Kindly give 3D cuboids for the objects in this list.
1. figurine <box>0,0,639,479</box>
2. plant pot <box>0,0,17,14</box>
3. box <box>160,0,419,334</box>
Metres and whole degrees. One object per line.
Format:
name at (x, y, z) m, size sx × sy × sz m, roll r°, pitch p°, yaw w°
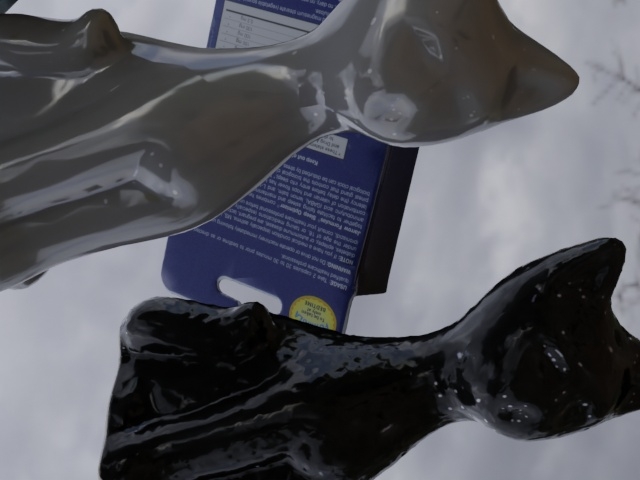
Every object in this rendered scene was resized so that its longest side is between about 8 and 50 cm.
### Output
figurine at (0.000, 0.000, 0.518) m, size 0.092 × 0.209 × 0.215 m, roll -79°, pitch -30°, yaw -53°
plant pot at (-0.226, -0.206, 0.491) m, size 0.195 × 0.290 × 0.290 m, roll 25°, pitch -120°, yaw -66°
box at (-0.010, -0.061, 0.808) m, size 0.036 × 0.136 × 0.225 m, roll -1°, pitch -72°, yaw -55°
